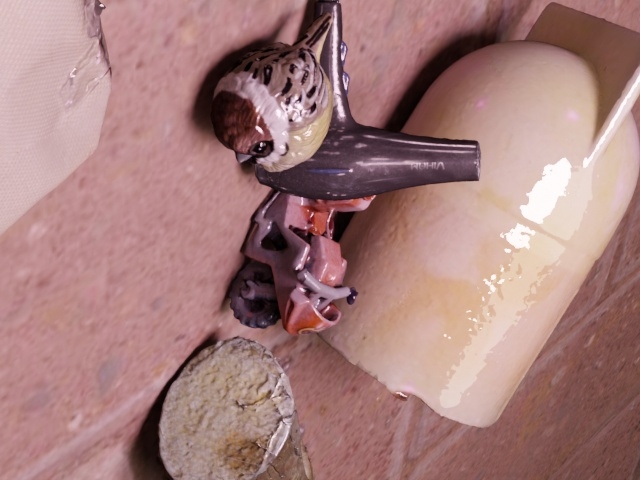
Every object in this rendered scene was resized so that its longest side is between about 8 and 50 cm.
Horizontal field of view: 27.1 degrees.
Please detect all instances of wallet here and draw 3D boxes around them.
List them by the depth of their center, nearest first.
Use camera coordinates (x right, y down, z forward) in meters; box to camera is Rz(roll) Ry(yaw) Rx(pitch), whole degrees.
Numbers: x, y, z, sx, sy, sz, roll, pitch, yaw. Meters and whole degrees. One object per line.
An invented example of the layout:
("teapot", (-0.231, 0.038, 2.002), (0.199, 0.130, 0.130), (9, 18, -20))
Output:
("wallet", (-0.244, -0.087, 0.813), (0.275, 0.068, 0.335), (-39, 154, -23))

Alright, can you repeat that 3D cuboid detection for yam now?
("yam", (-0.079, 0.219, 1.306), (0.154, 0.154, 0.254), (-43, 153, -22))

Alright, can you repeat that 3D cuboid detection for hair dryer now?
("hair dryer", (0.036, -0.141, 1.125), (0.075, 0.195, 0.219), (-63, 151, -71))

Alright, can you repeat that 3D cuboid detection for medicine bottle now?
("medicine bottle", (0.176, -0.043, 1.325), (0.406, 0.235, 0.235), (-59, 152, 8))

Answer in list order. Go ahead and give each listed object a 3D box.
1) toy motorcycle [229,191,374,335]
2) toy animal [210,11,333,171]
("toy motorcycle", (0.000, 0.000, 1.218), (0.084, 0.118, 0.212), (24, 98, -49))
("toy animal", (-0.036, -0.124, 1.067), (0.098, 0.098, 0.137), (4, 105, -58))
